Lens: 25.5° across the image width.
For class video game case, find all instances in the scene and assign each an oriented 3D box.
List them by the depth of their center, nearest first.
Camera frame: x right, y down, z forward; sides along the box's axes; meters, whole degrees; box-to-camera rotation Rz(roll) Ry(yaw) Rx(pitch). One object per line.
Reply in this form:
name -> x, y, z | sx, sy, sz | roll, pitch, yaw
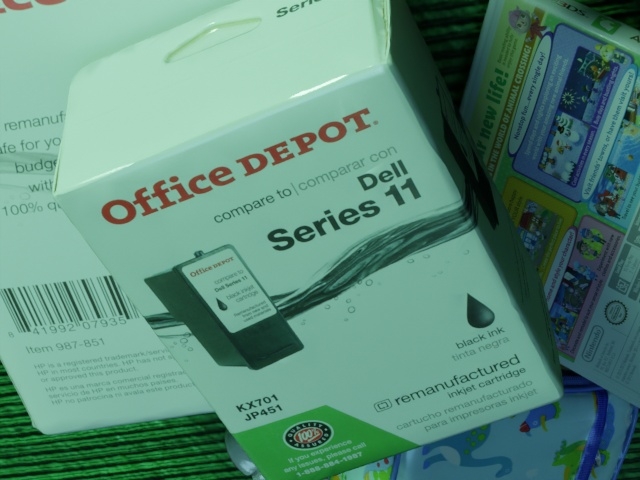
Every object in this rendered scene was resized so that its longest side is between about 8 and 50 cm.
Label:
video game case -> 0.155, -0.013, 0.758 | 0.193, 0.023, 0.212 | 29, 134, 18

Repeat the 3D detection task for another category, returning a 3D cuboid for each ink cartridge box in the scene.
ink cartridge box -> 0.000, 0.000, 0.624 | 0.153, 0.087, 0.208 | -21, 128, 15
ink cartridge box -> -0.080, -0.059, 0.717 | 0.223, 0.129, 0.307 | -8, 130, 9

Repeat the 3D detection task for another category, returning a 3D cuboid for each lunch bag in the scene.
lunch bag -> 0.097, 0.157, 0.884 | 0.176, 0.090, 0.219 | 2, 117, -23

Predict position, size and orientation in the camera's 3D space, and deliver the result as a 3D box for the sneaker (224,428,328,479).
sneaker -> 0.025, 0.144, 0.937 | 0.170, 0.063, 0.075 | 25, 132, -14
